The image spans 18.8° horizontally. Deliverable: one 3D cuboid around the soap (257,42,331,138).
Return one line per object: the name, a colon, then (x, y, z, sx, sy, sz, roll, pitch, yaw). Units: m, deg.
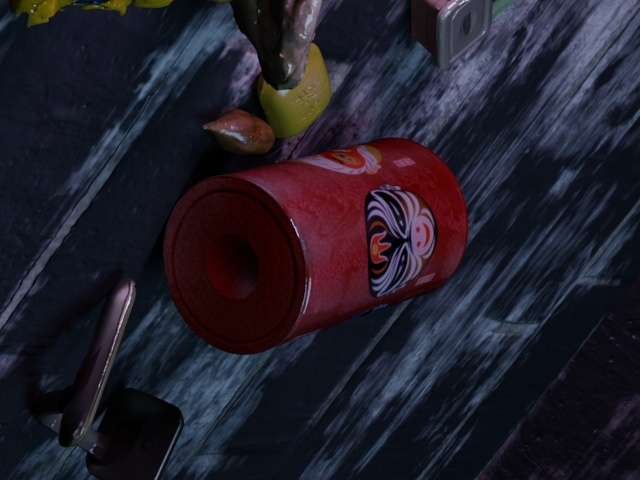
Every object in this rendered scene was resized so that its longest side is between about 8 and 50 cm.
soap: (-0.027, -0.162, 2.111, 0.089, 0.045, 0.140, -47, 159, -12)

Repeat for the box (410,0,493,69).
box: (0.150, -0.267, 2.241, 0.089, 0.062, 0.122, -41, 156, -17)

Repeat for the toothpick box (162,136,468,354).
toothpick box: (0.000, 0.000, 2.225, 0.333, 0.204, 0.204, -15, 141, -52)

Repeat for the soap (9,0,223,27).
soap: (-0.141, -0.315, 1.479, 0.204, 0.096, 0.324, -6, 143, -18)

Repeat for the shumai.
shumai: (-0.056, -0.245, 1.822, 0.201, 0.120, 0.201, -169, -90, -79)

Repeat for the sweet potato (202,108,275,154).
sweet potato: (-0.093, -0.115, 2.065, 0.049, 0.049, 0.117, -54, 154, 16)

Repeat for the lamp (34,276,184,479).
lamp: (-0.239, 0.162, 2.217, 0.203, 0.125, 0.283, -65, 159, -13)

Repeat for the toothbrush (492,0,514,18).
toothbrush: (0.238, -0.305, 2.401, 0.257, 0.018, 0.024, -38, 163, -24)
